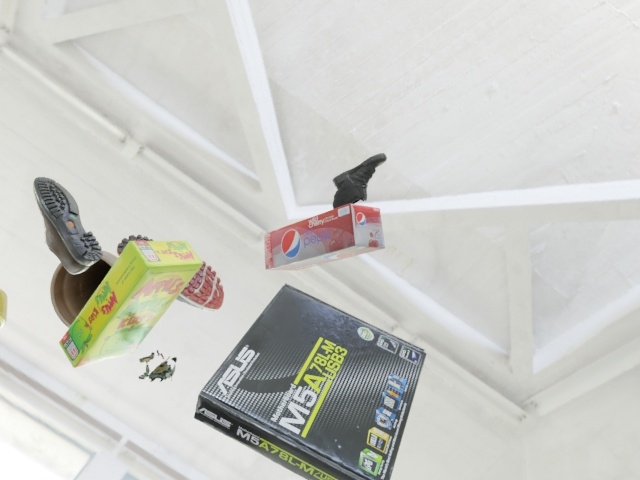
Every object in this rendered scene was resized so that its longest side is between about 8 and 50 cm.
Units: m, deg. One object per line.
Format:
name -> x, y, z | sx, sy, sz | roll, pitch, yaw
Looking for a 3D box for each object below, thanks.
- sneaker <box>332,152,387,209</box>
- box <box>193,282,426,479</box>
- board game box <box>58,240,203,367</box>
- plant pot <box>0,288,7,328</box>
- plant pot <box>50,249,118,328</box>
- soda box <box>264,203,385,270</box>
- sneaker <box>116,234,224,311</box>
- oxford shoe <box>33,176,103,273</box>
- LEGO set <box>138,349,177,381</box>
sneaker -> 0.095, -0.131, 1.201 | 0.170, 0.051, 0.089 | -27, -97, 10
box -> 0.001, 0.144, 0.520 | 0.184, 0.191, 0.045 | 27, -55, 9
board game box -> -0.237, 0.078, 0.635 | 0.181, 0.092, 0.043 | -48, -111, 20
plant pot -> -0.980, 0.262, 1.348 | 0.254, 0.239, 0.254 | -12, -23, -5
plant pot -> -0.682, 0.153, 1.637 | 0.263, 0.229, 0.263 | 1, -86, 10
soda box -> 0.000, 0.000, 1.027 | 0.263, 0.092, 0.083 | -16, -104, 43
sneaker -> -0.292, 0.073, 1.000 | 0.225, 0.088, 0.093 | 30, -41, 1
oxford shoe -> -0.548, -0.030, 1.055 | 0.096, 0.083, 0.227 | -36, -104, 24
LEGO set -> -0.225, 0.181, 0.712 | 0.054, 0.083, 0.023 | -17, -72, -13
